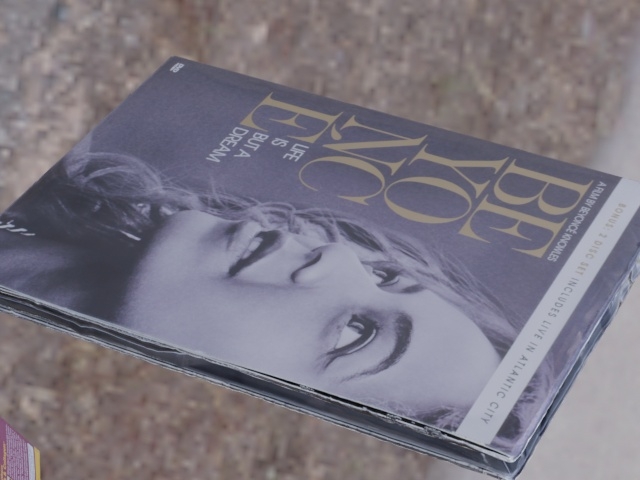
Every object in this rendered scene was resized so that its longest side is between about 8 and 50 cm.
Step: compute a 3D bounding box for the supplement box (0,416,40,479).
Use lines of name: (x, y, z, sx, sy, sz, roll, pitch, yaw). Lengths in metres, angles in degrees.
supplement box: (-0.189, 0.124, 1.059, 0.083, 0.043, 0.055, 54, 23, -49)

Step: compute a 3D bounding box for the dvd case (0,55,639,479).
dvd case: (0.000, 0.000, 0.721, 0.164, 0.221, 0.018, -50, 150, -46)
